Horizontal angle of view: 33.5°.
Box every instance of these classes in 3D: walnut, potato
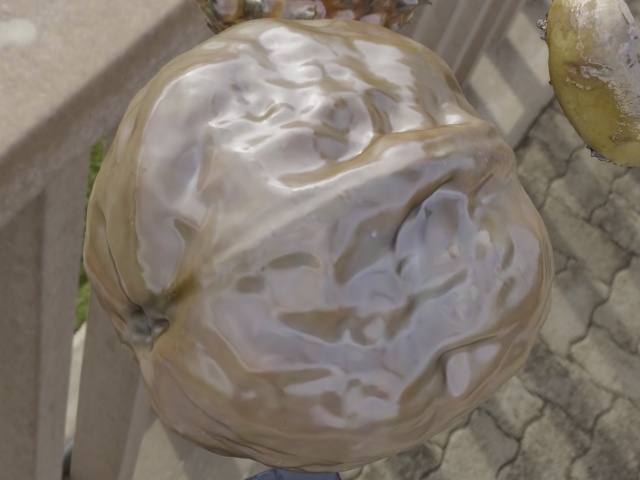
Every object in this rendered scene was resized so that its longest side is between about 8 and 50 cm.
[{"bbox_3d":[0.002,0.002,0.620,0.273,0.227,0.273,9,41,-8],"label":"walnut"},{"bbox_3d":[0.124,-0.072,0.466,0.037,0.036,0.093,-23,95,-5],"label":"potato"}]

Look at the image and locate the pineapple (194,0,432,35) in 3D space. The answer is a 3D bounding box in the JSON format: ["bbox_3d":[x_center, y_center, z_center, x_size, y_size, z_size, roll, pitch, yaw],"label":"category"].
[{"bbox_3d":[0.064,-0.265,0.801,0.361,0.175,0.175,-40,70,7],"label":"pineapple"}]

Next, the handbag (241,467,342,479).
[{"bbox_3d":[-0.096,0.360,0.908,0.122,0.329,0.303,35,28,31],"label":"handbag"}]
